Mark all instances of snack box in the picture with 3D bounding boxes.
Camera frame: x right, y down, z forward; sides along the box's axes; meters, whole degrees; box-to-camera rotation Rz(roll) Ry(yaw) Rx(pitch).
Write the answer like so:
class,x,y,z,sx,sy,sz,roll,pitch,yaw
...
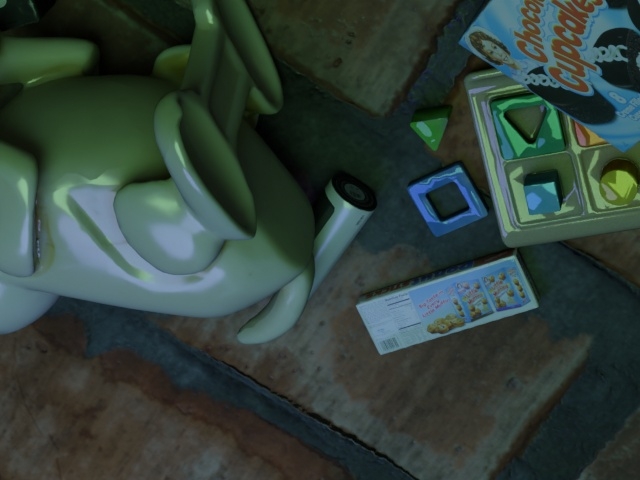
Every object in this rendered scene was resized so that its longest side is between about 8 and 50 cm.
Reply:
class,x,y,z,sx,sy,sz,roll,pitch,yaw
snack box,0.129,0.063,1.814,0.178,0.022,0.064,-18,111,21
snack box,0.244,-0.185,1.483,0.187,0.060,0.322,33,164,-2

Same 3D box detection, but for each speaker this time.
class,x,y,z,sx,sy,sz,roll,pitch,yaw
speaker,0.000,0.000,1.792,0.055,0.055,0.136,33,120,-5

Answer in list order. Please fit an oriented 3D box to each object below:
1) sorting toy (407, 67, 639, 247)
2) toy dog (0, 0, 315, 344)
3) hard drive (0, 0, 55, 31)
class,x,y,z,sx,sy,sz,roll,pitch,yaw
sorting toy,0.243,-0.083,1.697,0.347,0.047,0.196,-10,115,17
toy dog,-0.232,-0.043,1.730,0.408,0.284,0.395,-13,138,19
hard drive,-0.452,-0.295,1.734,0.339,0.064,0.237,-11,114,17
